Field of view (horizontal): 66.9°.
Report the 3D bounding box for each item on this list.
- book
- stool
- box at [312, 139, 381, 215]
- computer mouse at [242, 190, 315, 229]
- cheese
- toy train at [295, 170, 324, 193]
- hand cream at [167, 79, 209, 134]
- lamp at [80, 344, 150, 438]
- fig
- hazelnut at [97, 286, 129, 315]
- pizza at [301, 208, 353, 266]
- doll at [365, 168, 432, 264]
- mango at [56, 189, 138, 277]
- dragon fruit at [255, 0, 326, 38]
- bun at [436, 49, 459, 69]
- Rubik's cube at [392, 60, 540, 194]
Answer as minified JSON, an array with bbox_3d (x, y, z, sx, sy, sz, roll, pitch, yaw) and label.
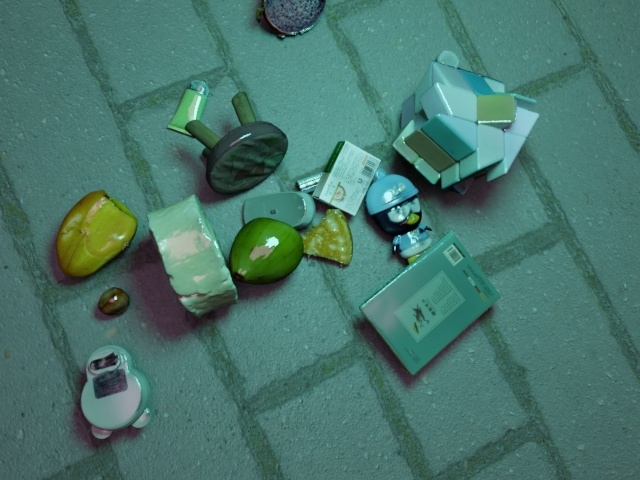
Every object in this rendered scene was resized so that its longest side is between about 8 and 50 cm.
[{"bbox_3d":[0.334,0.185,1.456,0.379,0.031,0.264,-37,91,-11],"label":"book"},{"bbox_3d":[-0.250,-0.284,1.446,0.272,0.272,0.178,-33,71,-9],"label":"stool"},{"bbox_3d":[0.080,-0.193,1.509,0.135,0.081,0.198,25,90,-21],"label":"box"},{"bbox_3d":[-0.129,-0.086,1.514,0.231,0.079,0.127,-6,84,9],"label":"computer mouse"},{"bbox_3d":[-0.351,0.052,1.359,0.153,0.292,0.332,-25,92,-9],"label":"cheese"},{"bbox_3d":[0.047,-0.211,1.561,0.252,0.048,0.055,-22,86,-9],"label":"toy train"},{"bbox_3d":[-0.413,-0.427,1.552,0.095,0.046,0.174,20,86,-3],"label":"hand cream"},{"bbox_3d":[-0.581,0.419,1.372,0.180,0.108,0.245,-14,81,-12],"label":"lamp"},{"bbox_3d":[-0.164,0.048,1.408,0.203,0.203,0.225,34,48,0],"label":"fig"},{"bbox_3d":[-0.606,0.180,1.427,0.086,0.086,0.086,1,81,-5],"label":"hazelnut"},{"bbox_3d":[0.000,0.000,1.515,0.199,0.062,0.188,-9,105,1],"label":"pizza"},{"bbox_3d":[0.249,-0.082,1.515,0.177,0.141,0.313,-29,91,-22],"label":"doll"},{"bbox_3d":[-0.672,-0.012,1.419,0.257,0.138,0.187,-46,106,-6],"label":"mango"},{"bbox_3d":[-0.107,-0.799,1.583,0.223,0.219,0.148,-48,52,25],"label":"dragon fruit"},{"bbox_3d":[0.434,-0.610,1.660,0.084,0.045,0.083,1,83,-8],"label":"bun"},{"bbox_3d":[0.414,-0.329,1.458,0.388,0.358,0.367,9,73,-18],"label":"Rubik's cube"}]
